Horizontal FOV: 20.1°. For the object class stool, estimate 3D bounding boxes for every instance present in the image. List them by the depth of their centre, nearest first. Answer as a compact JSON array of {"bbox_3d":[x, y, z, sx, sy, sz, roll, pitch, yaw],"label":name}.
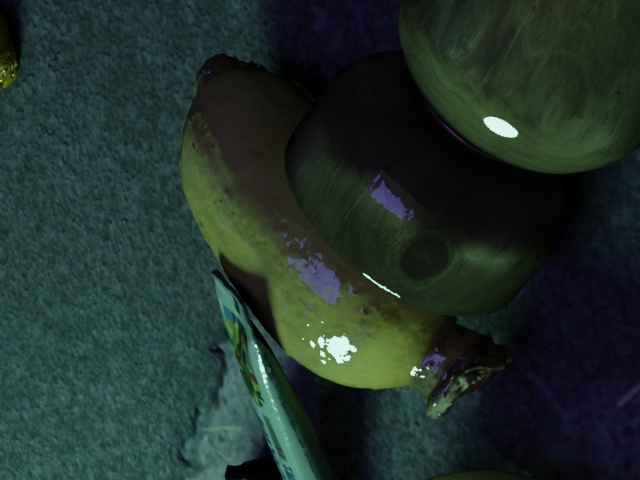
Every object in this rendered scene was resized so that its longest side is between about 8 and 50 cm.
[{"bbox_3d":[0.119,-0.104,1.088,0.179,0.179,0.264,47,125,16],"label":"stool"}]

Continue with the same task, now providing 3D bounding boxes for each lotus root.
[{"bbox_3d":[-0.002,0.000,1.226,0.131,0.146,0.303,-38,73,-6],"label":"lotus root"}]

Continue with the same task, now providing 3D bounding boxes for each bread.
[{"bbox_3d":[-0.278,-0.151,1.443,0.081,0.046,0.083,31,118,22],"label":"bread"}]

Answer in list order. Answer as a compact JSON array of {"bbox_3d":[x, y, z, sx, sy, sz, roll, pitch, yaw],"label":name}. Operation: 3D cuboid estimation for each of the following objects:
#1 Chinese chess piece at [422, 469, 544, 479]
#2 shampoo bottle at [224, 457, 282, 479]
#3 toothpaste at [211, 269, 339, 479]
[{"bbox_3d":[0.112,0.278,1.203,0.251,0.097,0.250,-3,83,23],"label":"Chinese chess piece"},{"bbox_3d":[-0.037,0.291,1.370,0.127,0.078,0.256,8,110,51],"label":"shampoo bottle"},{"bbox_3d":[-0.026,0.123,1.274,0.067,0.037,0.255,53,168,47],"label":"toothpaste"}]
